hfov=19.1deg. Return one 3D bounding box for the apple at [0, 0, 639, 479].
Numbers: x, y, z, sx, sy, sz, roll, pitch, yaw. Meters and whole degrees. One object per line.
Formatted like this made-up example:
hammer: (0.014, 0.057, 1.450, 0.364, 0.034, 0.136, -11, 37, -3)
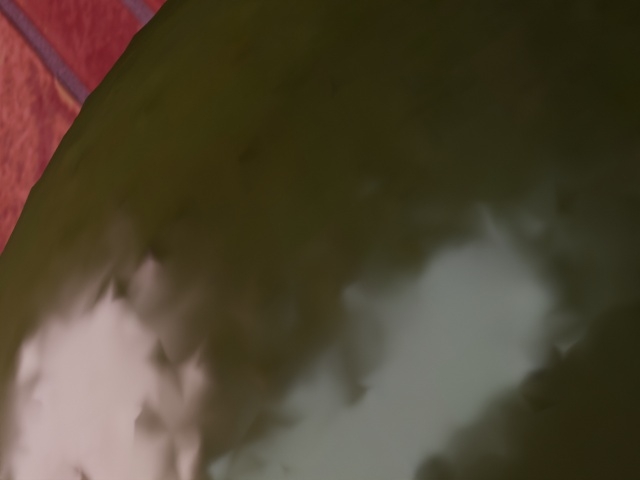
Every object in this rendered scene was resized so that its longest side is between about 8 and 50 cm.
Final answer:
apple: (0.118, 0.069, 0.591, 0.474, 0.474, 0.473, -15, 68, 42)
